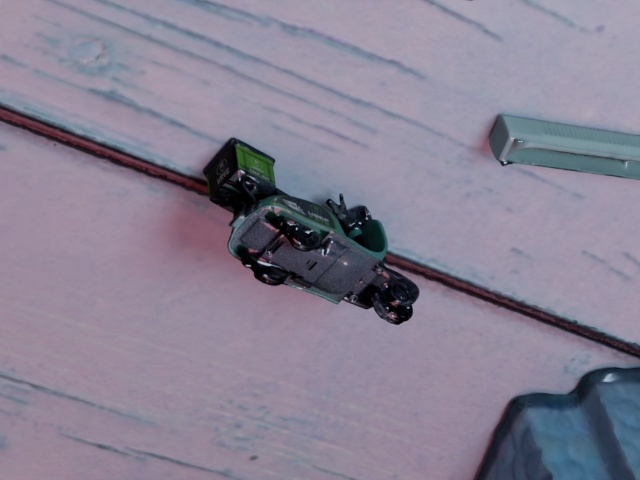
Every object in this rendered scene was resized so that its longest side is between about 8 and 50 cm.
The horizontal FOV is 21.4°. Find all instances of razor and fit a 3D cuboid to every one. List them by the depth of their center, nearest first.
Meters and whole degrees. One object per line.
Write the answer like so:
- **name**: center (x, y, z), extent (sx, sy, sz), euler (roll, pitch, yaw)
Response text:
- **razor**: center (0.258, -0.056, 1.255), extent (0.278, 0.056, 0.111), euler (12, 128, -14)

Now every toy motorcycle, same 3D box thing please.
- **toy motorcycle**: center (0.000, 0.000, 1.208), extent (0.173, 0.100, 0.058), euler (26, 124, -29)

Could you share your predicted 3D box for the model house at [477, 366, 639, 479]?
- **model house**: center (0.295, 0.341, 1.442), extent (0.297, 0.339, 0.360), euler (6, 131, -16)
